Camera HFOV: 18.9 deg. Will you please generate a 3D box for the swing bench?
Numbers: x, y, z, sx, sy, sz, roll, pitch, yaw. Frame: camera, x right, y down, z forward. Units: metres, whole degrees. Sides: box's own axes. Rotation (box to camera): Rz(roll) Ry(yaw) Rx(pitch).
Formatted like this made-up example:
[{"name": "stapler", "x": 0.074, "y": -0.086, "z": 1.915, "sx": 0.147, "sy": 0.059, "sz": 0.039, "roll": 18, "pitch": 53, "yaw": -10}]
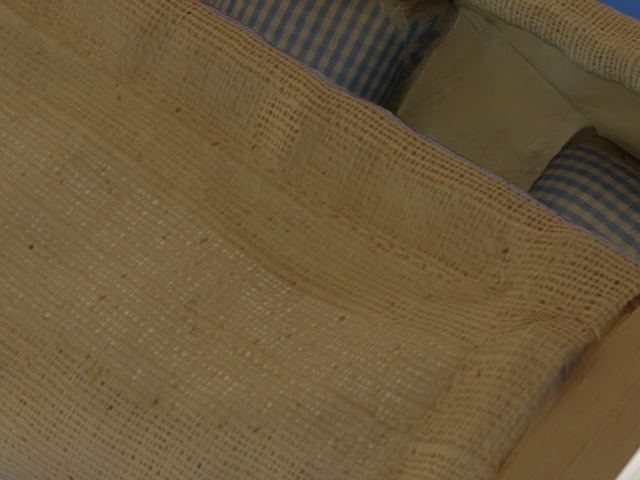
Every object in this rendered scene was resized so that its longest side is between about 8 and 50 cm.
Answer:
[{"name": "swing bench", "x": 0.000, "y": 0.000, "z": 0.490, "sx": 0.253, "sy": 0.165, "sz": 0.255, "roll": 33, "pitch": -148, "yaw": 26}]
